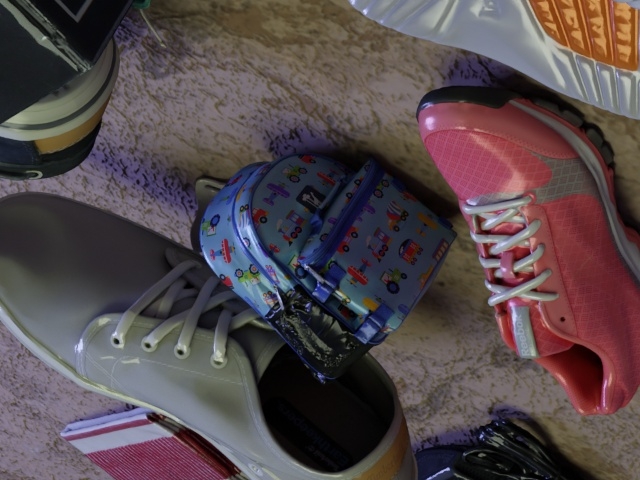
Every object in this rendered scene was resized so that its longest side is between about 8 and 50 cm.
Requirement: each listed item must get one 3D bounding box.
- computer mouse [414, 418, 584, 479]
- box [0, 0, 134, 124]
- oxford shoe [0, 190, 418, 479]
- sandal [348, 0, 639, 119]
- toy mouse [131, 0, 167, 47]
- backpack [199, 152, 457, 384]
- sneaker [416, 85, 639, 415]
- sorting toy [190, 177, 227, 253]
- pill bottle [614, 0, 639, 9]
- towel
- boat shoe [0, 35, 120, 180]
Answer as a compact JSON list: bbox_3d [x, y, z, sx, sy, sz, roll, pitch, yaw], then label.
[{"bbox_3d":[0.149,0.251,1.926,0.272,0.072,0.188,-26,120,41],"label":"computer mouse"},{"bbox_3d":[-0.235,-0.251,1.146,0.183,0.296,0.294,-27,117,38],"label":"box"},{"bbox_3d":[-0.103,0.081,1.647,0.449,0.169,0.130,34,150,12],"label":"oxford shoe"},{"bbox_3d":[0.140,-0.164,1.261,0.265,0.076,0.102,22,133,16],"label":"sandal"},{"bbox_3d":[-0.169,-0.201,1.494,0.143,0.031,0.161,35,150,-13],"label":"toy mouse"},{"bbox_3d":[0.000,0.000,1.564,0.173,0.158,0.117,42,141,-3],"label":"backpack"},{"bbox_3d":[0.170,0.014,1.452,0.116,0.136,0.314,-6,136,43],"label":"sneaker"},{"bbox_3d":[-0.079,-0.020,1.703,0.083,0.045,0.075,16,138,41],"label":"sorting toy"},{"bbox_3d":[0.336,-0.107,1.029,0.408,0.229,0.229,33,150,-10],"label":"pill bottle"},{"bbox_3d":[-0.123,0.298,2.250,0.329,0.037,0.237,41,150,-19],"label":"towel"},{"bbox_3d":[-0.383,-0.183,1.532,0.500,0.186,0.156,24,154,12],"label":"boat shoe"}]
